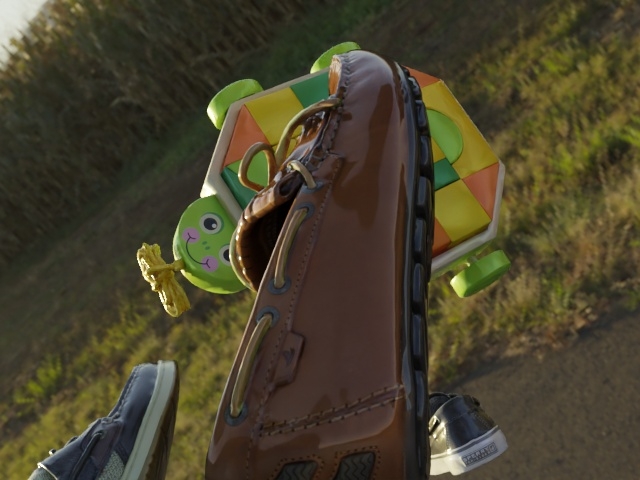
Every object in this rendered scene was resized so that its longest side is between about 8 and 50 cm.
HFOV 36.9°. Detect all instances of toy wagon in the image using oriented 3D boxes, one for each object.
[{"bbox_3d":[0.005,-0.035,0.852,0.344,0.267,0.068,-25,-17,-28],"label":"toy wagon"}]

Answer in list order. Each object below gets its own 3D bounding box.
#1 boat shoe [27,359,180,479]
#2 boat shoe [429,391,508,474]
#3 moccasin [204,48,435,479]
[{"bbox_3d":[-0.126,0.141,0.526,0.223,0.073,0.080,-85,5,-57],"label":"boat shoe"},{"bbox_3d":[0.128,0.186,0.954,0.080,0.076,0.228,-28,-10,-1],"label":"boat shoe"},{"bbox_3d":[0.000,0.002,0.624,0.147,0.139,0.380,0,49,8],"label":"moccasin"}]
